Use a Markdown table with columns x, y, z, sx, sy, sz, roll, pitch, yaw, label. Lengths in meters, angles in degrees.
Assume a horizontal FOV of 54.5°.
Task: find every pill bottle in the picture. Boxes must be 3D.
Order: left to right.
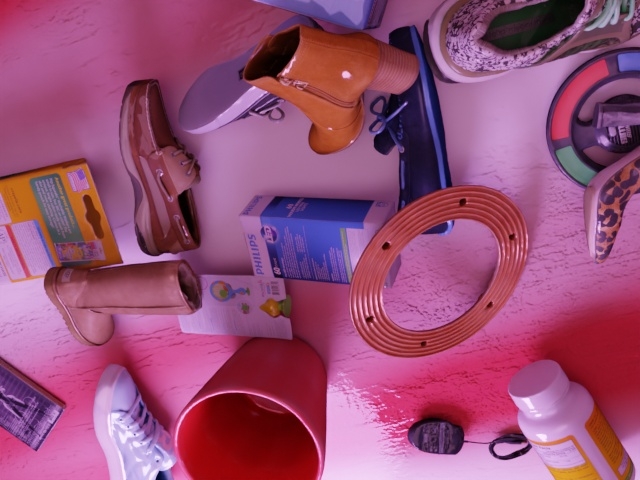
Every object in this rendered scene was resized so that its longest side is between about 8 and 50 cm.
| x | y | z | sx | sy | sz | roll | pitch | yaw | label |
| --- | --- | --- | --- | --- | --- | --- | --- | --- | --- |
| 0.442 | 0.340 | 1.112 | 0.136 | 0.136 | 0.246 | -31 | 101 | 20 | pill bottle |

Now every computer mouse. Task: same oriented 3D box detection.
| x | y | z | sx | sy | sz | roll | pitch | yaw | label |
| --- | --- | --- | --- | --- | --- | --- | --- | --- | --- |
| 0.292 | 0.389 | 1.221 | 0.241 | 0.041 | 0.071 | 5 | 94 | 5 | computer mouse |

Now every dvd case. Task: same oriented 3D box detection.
| x | y | z | sx | sy | sz | roll | pitch | yaw | label |
| --- | --- | --- | --- | --- | --- | --- | --- | --- | --- |
| -0.708 | 0.371 | 1.428 | 0.221 | 0.018 | 0.165 | 37 | 114 | -4 | dvd case |

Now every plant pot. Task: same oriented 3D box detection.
| x | y | z | sx | sy | sz | roll | pitch | yaw | label |
| --- | --- | --- | --- | --- | --- | --- | --- | --- | --- |
| -0.101 | 0.316 | 1.154 | 0.274 | 0.243 | 0.275 | 4 | 114 | 10 | plant pot |

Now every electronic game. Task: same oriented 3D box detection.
| x | y | z | sx | sy | sz | roll | pitch | yaw | label |
| --- | --- | --- | --- | --- | --- | --- | --- | --- | --- |
| 0.470 | -0.180 | 0.961 | 0.229 | 0.048 | 0.230 | 4 | 111 | 10 | electronic game |

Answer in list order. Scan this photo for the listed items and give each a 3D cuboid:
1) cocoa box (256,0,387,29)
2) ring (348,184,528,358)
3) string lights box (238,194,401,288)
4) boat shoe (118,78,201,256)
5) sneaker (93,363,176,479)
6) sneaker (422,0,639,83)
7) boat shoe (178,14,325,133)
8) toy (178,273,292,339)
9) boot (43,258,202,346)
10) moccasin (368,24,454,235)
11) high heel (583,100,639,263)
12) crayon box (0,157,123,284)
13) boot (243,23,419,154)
| x | y | z | sx | sy | sz | roll | pitch | yaw | label |
| --- | --- | --- | --- | --- | --- | --- | --- | --- | --- |
| -0.056 | -0.454 | 0.871 | 0.346 | 0.228 | 0.232 | 18 | 113 | 5 | cocoa box |
| 0.197 | 0.056 | 1.033 | 0.336 | 0.032 | 0.337 | -11 | 123 | -18 | ring |
| 0.000 | 0.000 | 1.071 | 0.259 | 0.077 | 0.133 | 5 | 126 | 22 | string lights box |
| -0.271 | -0.123 | 1.108 | 0.119 | 0.123 | 0.324 | 2 | 119 | 6 | boat shoe |
| -0.375 | 0.416 | 1.326 | 0.150 | 0.135 | 0.366 | 0 | 119 | 4 | sneaker |
| 0.355 | -0.313 | 0.844 | 0.410 | 0.182 | 0.158 | -21 | 108 | 3 | sneaker |
| -0.102 | -0.253 | 1.020 | 0.306 | 0.105 | 0.113 | -29 | 59 | 28 | boat shoe |
| -0.166 | 0.116 | 1.196 | 0.237 | 0.056 | 0.137 | 2 | 116 | 20 | toy |
| -0.356 | 0.128 | 1.188 | 0.269 | 0.089 | 0.236 | -3 | 143 | 10 | boot |
| 0.136 | -0.159 | 0.992 | 0.116 | 0.138 | 0.342 | -6 | 108 | 19 | moccasin |
| 0.499 | -0.081 | 0.926 | 0.186 | 0.093 | 0.261 | 1 | 113 | 12 | high heel |
| -0.535 | -0.035 | 1.206 | 0.322 | 0.083 | 0.203 | -9 | 108 | 16 | crayon box |
| -0.018 | -0.220 | 0.913 | 0.211 | 0.295 | 0.104 | 4 | 73 | -28 | boot |
